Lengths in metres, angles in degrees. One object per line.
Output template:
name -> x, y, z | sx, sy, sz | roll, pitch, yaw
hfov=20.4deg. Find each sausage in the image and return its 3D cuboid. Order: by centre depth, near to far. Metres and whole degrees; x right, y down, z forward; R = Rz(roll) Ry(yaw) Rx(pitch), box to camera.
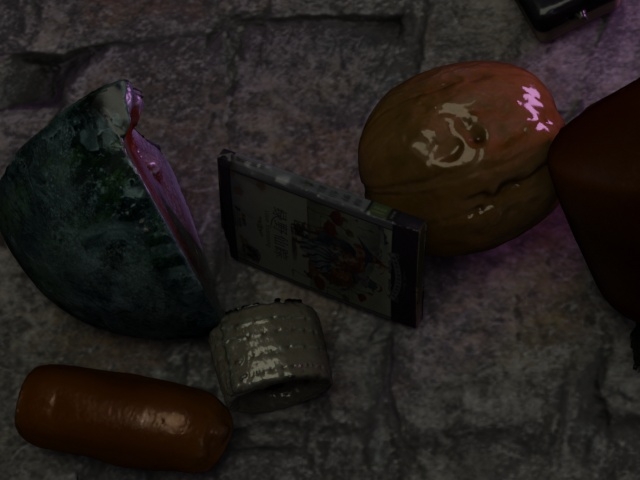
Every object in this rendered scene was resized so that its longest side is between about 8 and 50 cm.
sausage -> -0.206, 0.185, 1.841 | 0.238, 0.098, 0.098 | 9, 70, 16

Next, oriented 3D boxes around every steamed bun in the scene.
steamed bun -> 0.425, -0.068, 1.701 | 0.379, 0.235, 0.248 | -25, 29, -1

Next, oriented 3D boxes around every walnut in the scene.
walnut -> 0.149, -0.085, 1.830 | 0.221, 0.195, 0.195 | -20, 66, -2

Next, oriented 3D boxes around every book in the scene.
book -> 0.000, 0.001, 1.838 | 0.231, 0.157, 0.026 | 20, 53, 18

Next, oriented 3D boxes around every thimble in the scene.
thimble -> -0.051, 0.119, 1.828 | 0.115, 0.102, 0.090 | -1, 64, -27

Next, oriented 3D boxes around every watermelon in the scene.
watermelon -> -0.186, -0.023, 1.871 | 0.289, 0.320, 0.214 | 40, 42, 5

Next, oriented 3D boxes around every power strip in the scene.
power strip -> 0.236, -0.339, 1.979 | 0.105, 0.070, 0.257 | -26, 64, 2

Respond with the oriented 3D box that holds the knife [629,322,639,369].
knife -> 0.331, 0.102, 1.805 | 0.045, 0.021, 0.222 | -16, 62, 4
